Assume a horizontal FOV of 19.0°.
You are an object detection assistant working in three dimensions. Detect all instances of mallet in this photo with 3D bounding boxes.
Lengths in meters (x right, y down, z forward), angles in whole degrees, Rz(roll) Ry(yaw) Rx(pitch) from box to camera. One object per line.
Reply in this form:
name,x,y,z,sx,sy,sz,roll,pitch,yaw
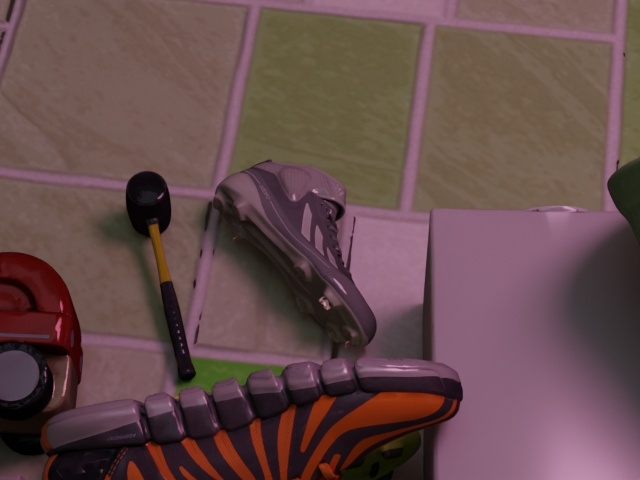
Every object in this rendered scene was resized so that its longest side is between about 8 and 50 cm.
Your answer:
mallet,-0.134,0.035,1.650,0.039,0.062,0.189,-12,71,-6

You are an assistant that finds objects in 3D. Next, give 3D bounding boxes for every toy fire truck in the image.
toy fire truck,-0.302,0.047,1.586,0.217,0.158,0.246,2,66,2

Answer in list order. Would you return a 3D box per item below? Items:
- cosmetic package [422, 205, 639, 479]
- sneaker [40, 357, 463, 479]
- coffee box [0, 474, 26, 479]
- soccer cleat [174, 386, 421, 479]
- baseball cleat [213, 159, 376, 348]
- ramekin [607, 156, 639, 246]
cosmetic package,0.185,0.167,1.485,0.217,0.156,0.385,3,54,2
sneaker,-0.041,0.192,1.407,0.321,0.124,0.180,-13,77,11
coffee box,-0.329,0.263,1.418,0.247,0.098,0.141,-5,54,13
soccer cleat,-0.066,0.160,1.523,0.289,0.093,0.121,-10,58,-6
baseball cleat,0.000,0.000,1.648,0.109,0.072,0.206,-31,64,-27
ramekin,0.374,-0.019,1.385,0.303,0.303,0.148,-15,82,-10
